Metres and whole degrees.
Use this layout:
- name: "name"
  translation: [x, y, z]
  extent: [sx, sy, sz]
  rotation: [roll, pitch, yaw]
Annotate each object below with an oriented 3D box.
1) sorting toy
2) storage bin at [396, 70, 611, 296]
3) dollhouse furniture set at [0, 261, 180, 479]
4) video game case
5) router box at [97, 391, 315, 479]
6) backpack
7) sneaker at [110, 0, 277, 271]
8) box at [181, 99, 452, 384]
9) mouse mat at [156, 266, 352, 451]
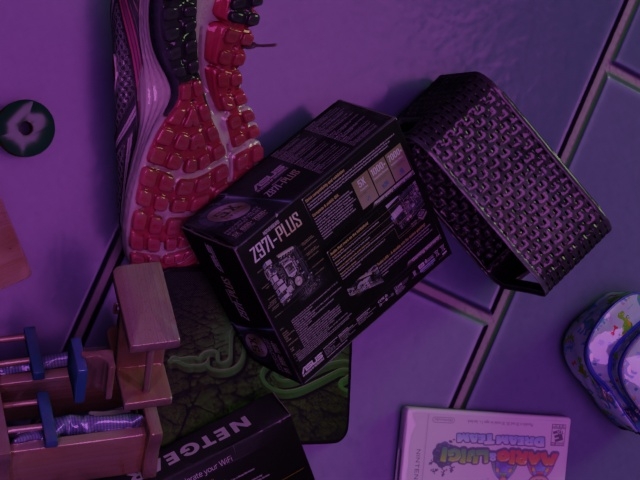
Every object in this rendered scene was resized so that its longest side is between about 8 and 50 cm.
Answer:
- name: "sorting toy"
  translation: [-0.324, -0.005, 1.392]
  extent: [0.274, 0.046, 0.132]
  rotation: [-24, 99, -15]
- name: "storage bin"
  translation: [0.144, -0.048, 1.490]
  extent: [0.084, 0.122, 0.180]
  rotation: [-43, 103, -10]
- name: "dollhouse furniture set"
  translation: [-0.191, 0.086, 1.348]
  extent: [0.129, 0.184, 0.129]
  rotation: [-6, 52, -17]
- name: "video game case"
  translation: [0.140, 0.221, 1.556]
  extent: [0.157, 0.019, 0.143]
  rotation: [5, 91, -17]
- name: "router box"
  translation: [-0.090, 0.223, 1.452]
  extent: [0.179, 0.046, 0.133]
  rotation: [-26, 121, -14]
- name: "backpack"
  translation: [0.281, 0.103, 1.559]
  extent: [0.105, 0.084, 0.114]
  rotation: [-45, 101, -12]
- name: "sneaker"
  translation: [-0.115, -0.117, 1.421]
  extent: [0.121, 0.112, 0.299]
  rotation: [-5, 110, -37]
- name: "box"
  translation: [0.000, 0.000, 1.434]
  extent: [0.180, 0.077, 0.147]
  rotation: [-41, 126, -22]
- name: "mouse mat"
  translation: [-0.054, 0.098, 1.476]
  extent: [0.189, 0.007, 0.153]
  rotation: [0, 93, -31]
